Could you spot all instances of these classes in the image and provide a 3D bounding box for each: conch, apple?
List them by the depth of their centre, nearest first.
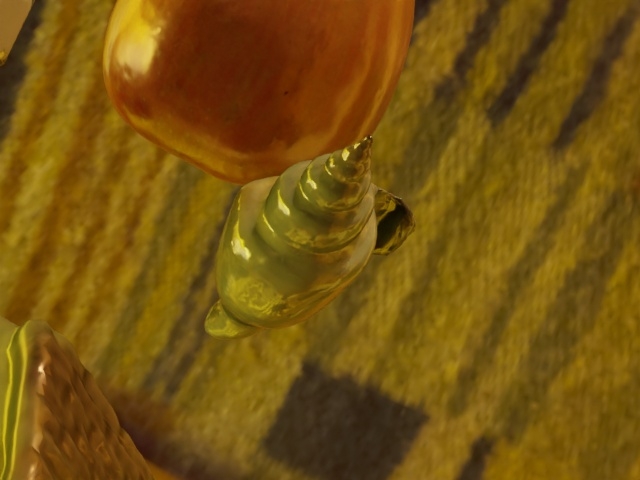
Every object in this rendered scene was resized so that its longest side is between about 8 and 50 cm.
[{"bbox_3d":[-0.006,-0.004,0.773,0.065,0.088,0.180,48,147,5],"label":"conch"},{"bbox_3d":[-0.045,-0.172,1.411,0.242,0.242,0.241,28,104,2],"label":"apple"}]

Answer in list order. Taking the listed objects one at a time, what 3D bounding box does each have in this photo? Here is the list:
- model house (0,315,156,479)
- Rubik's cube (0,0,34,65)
[{"bbox_3d":[-0.137,0.125,0.470,0.189,0.214,0.195,18,139,47],"label":"model house"},{"bbox_3d":[-0.377,-0.137,1.132,0.256,0.259,0.253,22,84,11],"label":"Rubik's cube"}]
